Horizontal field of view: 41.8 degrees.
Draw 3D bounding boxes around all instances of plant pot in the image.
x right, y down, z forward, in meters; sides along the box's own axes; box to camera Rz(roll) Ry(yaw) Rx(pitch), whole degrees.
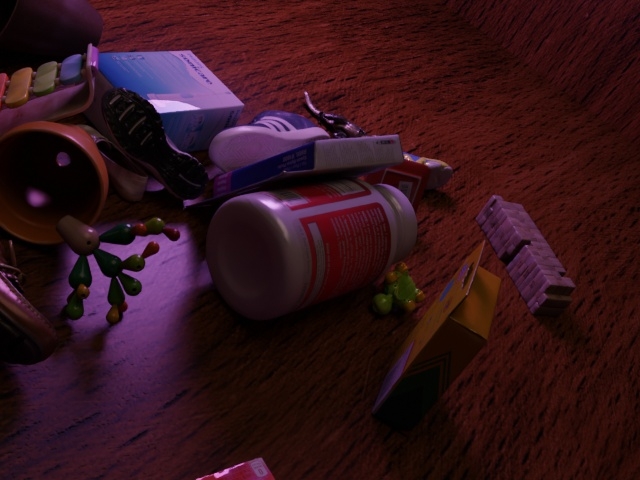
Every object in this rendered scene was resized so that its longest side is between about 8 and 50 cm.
[{"bbox_3d":[-0.466,-0.122,1.464,0.205,0.205,0.188,22,20,-13],"label":"plant pot"},{"bbox_3d":[-0.602,-0.491,1.830,0.230,0.215,0.215,15,35,-46],"label":"plant pot"}]

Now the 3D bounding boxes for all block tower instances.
[{"bbox_3d":[0.509,0.033,2.083,0.097,0.091,0.335,8,41,-31],"label":"block tower"}]

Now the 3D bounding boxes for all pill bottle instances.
[{"bbox_3d":[0.000,0.000,1.615,0.408,0.229,0.229,-14,54,-46],"label":"pill bottle"}]

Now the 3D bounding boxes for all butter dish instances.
[{"bbox_3d":[0.157,-0.130,1.999,0.160,0.160,0.118,12,15,-25],"label":"butter dish"}]

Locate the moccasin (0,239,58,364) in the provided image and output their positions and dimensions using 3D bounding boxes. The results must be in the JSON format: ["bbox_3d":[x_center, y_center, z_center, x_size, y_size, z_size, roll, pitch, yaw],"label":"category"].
[{"bbox_3d":[-0.524,0.042,1.263,0.380,0.139,0.147,34,42,22],"label":"moccasin"}]

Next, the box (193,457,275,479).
[{"bbox_3d":[-0.180,0.404,1.035,0.300,0.154,0.142,-7,49,-44],"label":"box"}]

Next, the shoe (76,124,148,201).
[{"bbox_3d":[-0.416,-0.167,1.661,0.219,0.058,0.076,44,36,19],"label":"shoe"}]

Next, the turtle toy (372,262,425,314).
[{"bbox_3d":[0.153,0.110,1.734,0.095,0.066,0.130,59,38,-2],"label":"turtle toy"}]

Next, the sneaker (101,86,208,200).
[{"bbox_3d":[-0.338,-0.185,1.638,0.108,0.100,0.271,21,-26,51],"label":"sneaker"}]

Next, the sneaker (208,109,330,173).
[{"bbox_3d":[-0.141,-0.232,1.910,0.148,0.131,0.350,43,30,29],"label":"sneaker"}]

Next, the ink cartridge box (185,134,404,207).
[{"bbox_3d":[-0.057,-0.140,1.692,0.330,0.324,0.071,-8,86,-44],"label":"ink cartridge box"}]

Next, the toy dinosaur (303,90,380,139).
[{"bbox_3d":[0.044,-0.302,2.188,0.268,0.064,0.118,34,27,8],"label":"toy dinosaur"}]

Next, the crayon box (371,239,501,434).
[{"bbox_3d":[0.220,0.172,1.482,0.081,0.318,0.202,32,34,1],"label":"crayon box"}]

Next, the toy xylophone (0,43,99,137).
[{"bbox_3d":[-0.559,-0.277,1.565,0.323,0.081,0.236,-23,36,-8],"label":"toy xylophone"}]

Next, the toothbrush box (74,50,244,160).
[{"bbox_3d":[-0.351,-0.300,1.821,0.216,0.126,0.295,45,37,22],"label":"toothbrush box"}]

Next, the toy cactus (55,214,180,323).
[{"bbox_3d":[-0.353,0.026,1.376,0.180,0.219,0.112,39,-5,12],"label":"toy cactus"}]

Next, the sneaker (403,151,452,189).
[{"bbox_3d":[0.229,-0.201,2.168,0.240,0.091,0.126,1,43,-35],"label":"sneaker"}]
